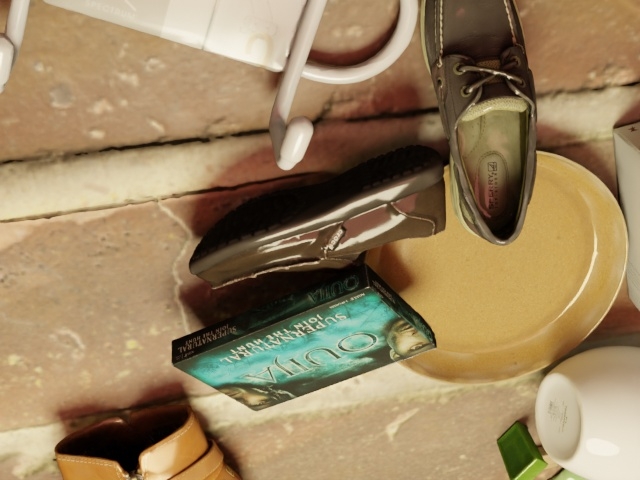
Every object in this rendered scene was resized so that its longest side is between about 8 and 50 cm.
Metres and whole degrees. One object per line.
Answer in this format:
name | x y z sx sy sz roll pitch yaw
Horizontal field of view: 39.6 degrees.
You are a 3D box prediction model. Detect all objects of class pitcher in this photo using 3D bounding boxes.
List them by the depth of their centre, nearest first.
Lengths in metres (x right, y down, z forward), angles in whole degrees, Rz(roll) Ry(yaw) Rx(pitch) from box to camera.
pitcher | 0.309 0.186 0.828 0.207 0.125 0.178 1 100 -17

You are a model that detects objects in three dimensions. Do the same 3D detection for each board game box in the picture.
board game box | -0.012 0.087 0.741 0.186 0.026 0.126 -23 142 22

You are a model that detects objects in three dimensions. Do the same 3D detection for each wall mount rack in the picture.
wall mount rack | -0.071 -0.213 0.553 0.350 0.130 0.304 13 116 -16

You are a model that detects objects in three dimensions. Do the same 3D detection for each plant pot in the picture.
plant pot | 0.148 0.024 0.774 0.236 0.032 0.236 -4 120 -6

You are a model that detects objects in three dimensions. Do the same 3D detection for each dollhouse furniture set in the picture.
dollhouse furniture set | 0.251 0.238 0.894 0.151 0.058 0.076 33 111 -23

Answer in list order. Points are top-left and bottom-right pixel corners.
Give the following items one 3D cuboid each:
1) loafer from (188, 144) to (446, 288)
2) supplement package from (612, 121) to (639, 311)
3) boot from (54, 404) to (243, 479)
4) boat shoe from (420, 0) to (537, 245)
loafer | 0.000 0.000 0.693 0.220 0.080 0.078 -18 113 17
supplement package | 0.318 -0.010 0.737 0.105 0.105 0.179 -16 120 2
boot | -0.201 0.280 0.822 0.283 0.109 0.220 -19 121 0
boat shoe | 0.125 -0.103 0.653 0.080 0.073 0.224 -10 106 -3
